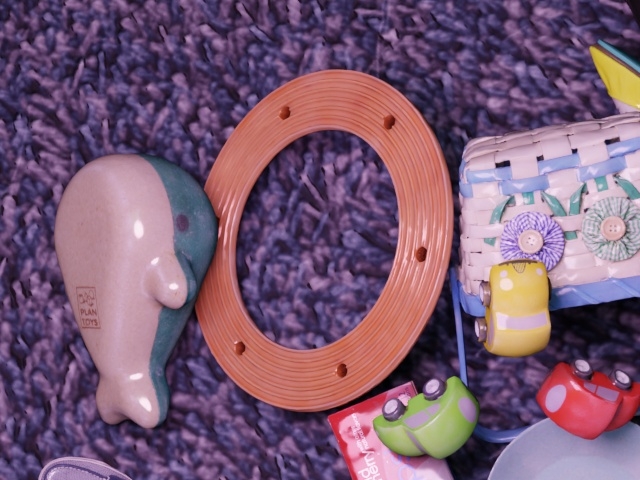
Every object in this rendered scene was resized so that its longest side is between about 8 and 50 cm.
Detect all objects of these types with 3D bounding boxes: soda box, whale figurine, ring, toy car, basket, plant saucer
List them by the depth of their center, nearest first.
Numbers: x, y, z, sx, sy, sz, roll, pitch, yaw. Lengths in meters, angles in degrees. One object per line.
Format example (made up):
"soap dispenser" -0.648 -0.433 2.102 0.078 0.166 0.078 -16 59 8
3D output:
"toy car" 0.152 0.141 1.598 0.225 0.239 0.053 -30 38 16
"plant saucer" 0.247 0.257 1.663 0.195 0.037 0.195 -1 76 5
"basket" 0.237 0.037 1.672 0.255 0.201 0.289 -12 106 7
"soda box" 0.098 0.272 1.674 0.092 0.083 0.263 -23 68 3
"ring" 0.000 0.000 1.745 0.337 0.032 0.336 -12 72 40
"whale figurine" -0.173 0.048 1.789 0.216 0.141 0.272 -5 89 53

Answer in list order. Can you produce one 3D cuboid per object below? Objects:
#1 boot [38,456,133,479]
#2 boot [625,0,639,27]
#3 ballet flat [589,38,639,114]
"boot" -0.202 0.257 1.745 0.190 0.086 0.069 21 78 18
"boot" 0.389 -0.289 1.798 0.179 0.085 0.236 -18 63 -2
"ballet flat" 0.349 -0.114 1.754 0.231 0.077 0.077 32 102 18
